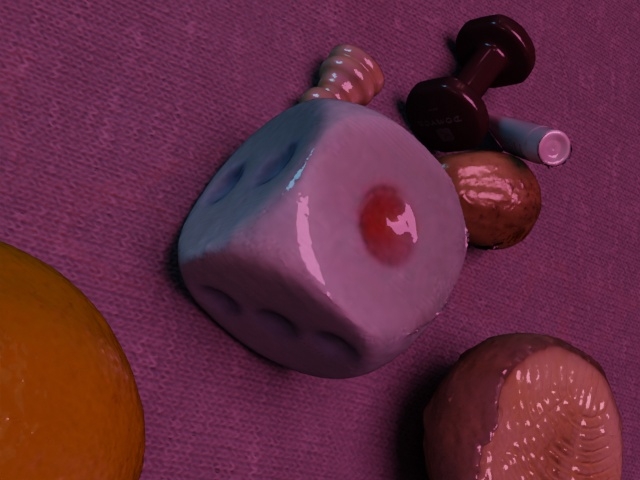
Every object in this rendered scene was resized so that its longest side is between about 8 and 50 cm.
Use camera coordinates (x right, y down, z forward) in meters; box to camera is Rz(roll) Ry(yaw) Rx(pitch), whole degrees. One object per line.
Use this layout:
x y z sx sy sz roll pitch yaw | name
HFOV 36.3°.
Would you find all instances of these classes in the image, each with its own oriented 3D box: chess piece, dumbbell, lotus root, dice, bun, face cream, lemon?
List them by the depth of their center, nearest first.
-0.326 0.184 0.921 0.364 0.364 0.364 9 75 -36 | lemon
0.000 0.000 1.244 0.268 0.262 0.265 43 58 -25 | dice
0.014 -0.196 1.409 0.094 0.094 0.170 47 60 -20 | chess piece
0.277 0.310 1.428 0.364 0.202 0.364 4 84 -40 | bun
0.254 -0.062 1.529 0.256 0.140 0.155 5 87 -29 | lotus root
0.318 -0.163 1.555 0.058 0.243 0.092 -39 108 -3 | face cream
0.242 -0.253 1.562 0.225 0.140 0.124 -51 121 -32 | dumbbell
